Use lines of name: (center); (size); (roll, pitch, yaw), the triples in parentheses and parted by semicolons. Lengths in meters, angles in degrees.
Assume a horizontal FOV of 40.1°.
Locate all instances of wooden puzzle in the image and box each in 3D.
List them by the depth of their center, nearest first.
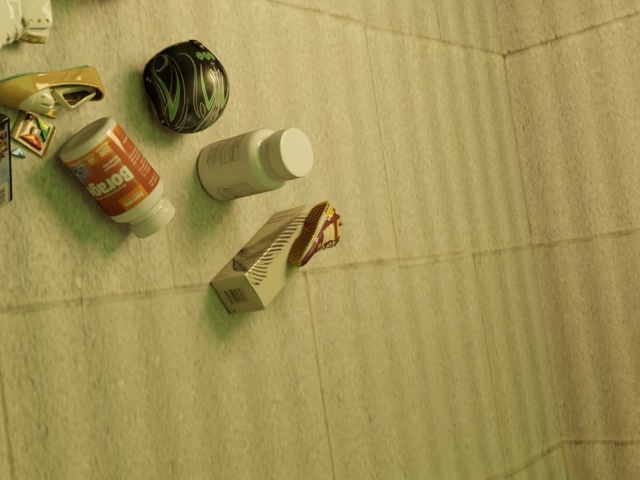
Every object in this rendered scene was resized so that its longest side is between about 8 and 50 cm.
wooden puzzle: (-0.508, -0.194, 1.556); (0.079, 0.014, 0.116); (28, 62, -43)

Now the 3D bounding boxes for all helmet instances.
helmet: (-0.264, -0.302, 1.768); (0.169, 0.169, 0.161); (-14, 76, -50)

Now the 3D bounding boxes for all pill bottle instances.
pill bottle: (-0.368, -0.112, 1.620); (0.216, 0.121, 0.121); (54, 46, -27)
pill bottle: (-0.133, -0.163, 1.826); (0.131, 0.229, 0.131); (13, 72, -49)

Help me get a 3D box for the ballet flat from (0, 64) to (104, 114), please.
ballet flat: (-0.474, -0.262, 1.550); (0.232, 0.080, 0.073); (-28, 85, -50)

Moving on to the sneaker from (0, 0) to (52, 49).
sneaker: (-0.536, -0.351, 1.483); (0.169, 0.108, 0.292); (19, 67, -43)

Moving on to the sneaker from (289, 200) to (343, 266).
sneaker: (0.000, 0.000, 1.905); (0.084, 0.070, 0.185); (47, 50, -25)

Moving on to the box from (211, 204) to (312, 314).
box: (-0.109, 0.039, 1.908); (0.094, 0.113, 0.275); (60, 42, -21)

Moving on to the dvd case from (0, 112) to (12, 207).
dvd case: (-0.576, -0.072, 1.353); (0.253, 0.022, 0.180); (-46, 160, -44)
